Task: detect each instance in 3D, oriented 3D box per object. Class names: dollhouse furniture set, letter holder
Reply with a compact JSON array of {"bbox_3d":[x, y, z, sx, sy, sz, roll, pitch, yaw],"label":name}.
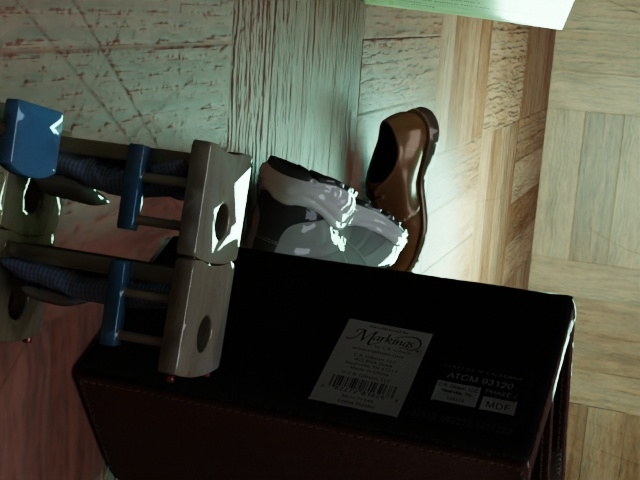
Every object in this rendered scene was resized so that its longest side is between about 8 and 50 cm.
[{"bbox_3d":[-0.134,0.002,0.569,0.183,0.129,0.129,9,89,-74],"label":"dollhouse furniture set"},{"bbox_3d":[0.014,0.143,0.796,0.152,0.301,0.214,-61,152,-46],"label":"letter holder"}]

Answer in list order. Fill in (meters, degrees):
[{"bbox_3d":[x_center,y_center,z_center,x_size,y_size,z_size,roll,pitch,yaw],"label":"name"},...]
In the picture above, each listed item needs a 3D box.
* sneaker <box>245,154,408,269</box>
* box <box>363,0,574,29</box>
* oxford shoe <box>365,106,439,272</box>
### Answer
[{"bbox_3d":[0.000,0.000,1.038,0.108,0.100,0.271,-67,157,0],"label":"sneaker"},{"bbox_3d":[0.145,-0.300,1.058,0.243,0.213,0.117,30,70,-83],"label":"box"},{"bbox_3d":[0.080,-0.049,1.294,0.076,0.076,0.212,-12,115,-38],"label":"oxford shoe"}]
